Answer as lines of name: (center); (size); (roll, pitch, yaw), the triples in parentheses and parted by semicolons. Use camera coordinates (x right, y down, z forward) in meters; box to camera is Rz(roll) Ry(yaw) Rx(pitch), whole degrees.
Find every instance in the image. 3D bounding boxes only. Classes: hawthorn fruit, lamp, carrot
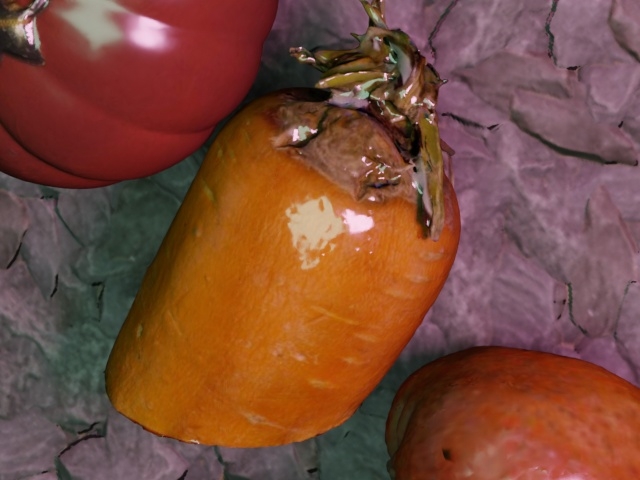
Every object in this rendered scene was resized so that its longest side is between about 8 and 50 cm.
hawthorn fruit: (0.176, 0.179, 1.091); (0.262, 0.210, 0.210); (2, 101, -5)
lamp: (-0.166, -0.186, 1.061); (0.303, 0.257, 0.303); (-7, 79, 43)
carrot: (0.000, 0.000, 1.083); (0.214, 0.193, 0.331); (19, 115, -13)
